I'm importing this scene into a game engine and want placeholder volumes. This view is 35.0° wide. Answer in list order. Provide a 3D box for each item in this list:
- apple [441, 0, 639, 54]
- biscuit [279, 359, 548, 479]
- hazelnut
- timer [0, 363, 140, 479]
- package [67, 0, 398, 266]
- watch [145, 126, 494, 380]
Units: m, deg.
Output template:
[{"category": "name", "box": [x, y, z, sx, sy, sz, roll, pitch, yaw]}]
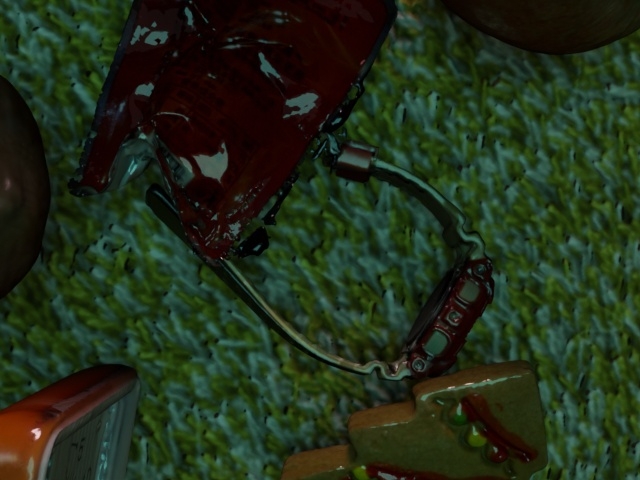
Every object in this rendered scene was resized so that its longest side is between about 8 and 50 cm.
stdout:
[{"category": "apple", "box": [0.158, -0.296, 0.717, 0.277, 0.309, 0.250, -29, 51, -33]}, {"category": "biscuit", "box": [0.091, 0.186, 0.790, 0.212, 0.041, 0.239, 29, 114, -15]}, {"category": "hazelnut", "box": [-0.280, -0.018, 0.723, 0.210, 0.186, 0.210, 2, 59, -4]}, {"category": "timer", "box": [-0.216, 0.211, 0.707, 0.161, 0.257, 0.250, 26, 92, 2]}, {"category": "package", "box": [-0.072, -0.121, 0.770, 0.194, 0.071, 0.269, 30, 76, -9]}, {"category": "watch", "box": [0.009, 0.000, 0.804, 0.268, 0.102, 0.165, 42, 82, 4]}]
